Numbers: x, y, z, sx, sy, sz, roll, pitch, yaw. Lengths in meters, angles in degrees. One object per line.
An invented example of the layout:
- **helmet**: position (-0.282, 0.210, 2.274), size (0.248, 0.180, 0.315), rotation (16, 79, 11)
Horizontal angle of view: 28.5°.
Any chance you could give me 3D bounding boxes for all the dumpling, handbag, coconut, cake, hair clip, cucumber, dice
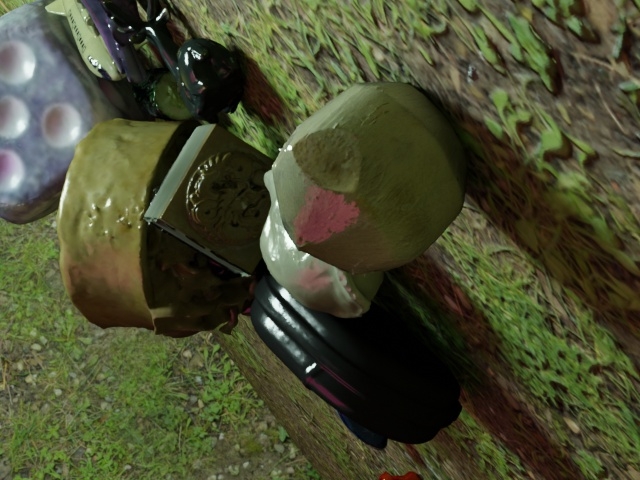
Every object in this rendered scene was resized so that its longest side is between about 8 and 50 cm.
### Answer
- **dumpling**: position (0.000, 0.000, 1.446), size (0.162, 0.132, 0.250), rotation (49, -174, -29)
- **handbag**: position (0.044, 0.139, 1.568), size (0.254, 0.093, 0.308), rotation (24, -166, -48)
- **coconut**: position (0.036, -0.047, 1.080), size (0.161, 0.162, 0.161), rotation (50, 167, 16)
- **cake**: position (-0.174, -0.013, 1.815), size (0.321, 0.332, 0.332), rotation (6, 150, 15)
- **hair clip**: position (-0.301, -0.340, 1.669), size (0.278, 0.090, 0.137), rotation (52, -176, -10)
- **cucumber**: position (-0.231, -0.214, 1.824), size (0.074, 0.074, 0.241), rotation (57, 169, -19)
- **dice**: position (-0.447, -0.205, 2.010), size (0.271, 0.270, 0.270), rotation (54, -168, -2)

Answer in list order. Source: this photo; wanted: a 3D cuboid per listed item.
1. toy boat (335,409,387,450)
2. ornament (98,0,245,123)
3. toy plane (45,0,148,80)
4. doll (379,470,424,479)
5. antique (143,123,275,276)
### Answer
- **toy boat**: position (0.040, 0.260, 2.267), size (0.220, 0.067, 0.291), rotation (57, 178, -18)
- **ornament**: position (-0.194, -0.257, 1.538), size (0.236, 0.080, 0.202), rotation (51, 172, 5)
- **toy plane**: position (-0.324, -0.308, 1.821), size (0.256, 0.104, 0.242), rotation (42, 162, 40)
- **doll**: position (0.173, 0.511, 2.182), size (0.182, 0.160, 0.363), rotation (41, 163, 49)
- **antique**: position (-0.125, -0.051, 1.614), size (0.147, 0.152, 0.148), rotation (32, 172, -17)
